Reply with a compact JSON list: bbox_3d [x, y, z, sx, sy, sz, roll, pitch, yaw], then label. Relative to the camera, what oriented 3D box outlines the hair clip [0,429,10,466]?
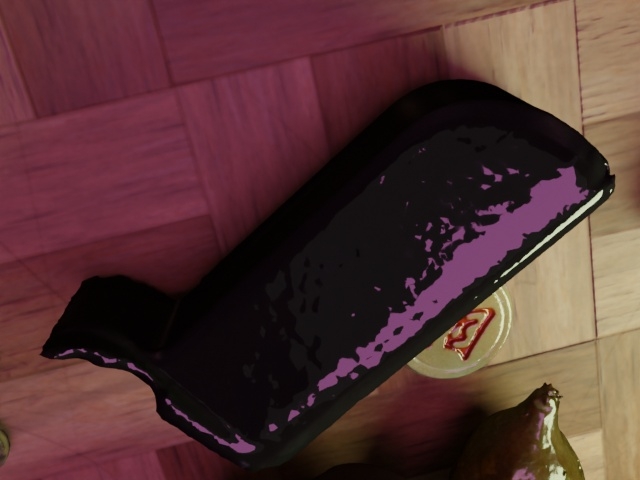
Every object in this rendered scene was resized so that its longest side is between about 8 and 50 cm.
[{"bbox_3d":[-0.367,0.178,0.700,0.187,0.056,0.146,-9,121,-8],"label":"hair clip"}]

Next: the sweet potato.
[{"bbox_3d":[0.184,0.300,0.786,0.157,0.158,0.370,-5,103,-7],"label":"sweet potato"}]

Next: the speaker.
[{"bbox_3d":[0.000,0.000,0.616,0.388,0.180,0.184,-41,107,10],"label":"speaker"}]

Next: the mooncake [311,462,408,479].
[{"bbox_3d":[0.011,0.380,0.738,0.333,0.174,0.326,-17,89,42],"label":"mooncake"}]

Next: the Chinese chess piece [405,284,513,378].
[{"bbox_3d":[0.113,0.066,0.724,0.122,0.051,0.122,-3,113,-7],"label":"Chinese chess piece"}]
